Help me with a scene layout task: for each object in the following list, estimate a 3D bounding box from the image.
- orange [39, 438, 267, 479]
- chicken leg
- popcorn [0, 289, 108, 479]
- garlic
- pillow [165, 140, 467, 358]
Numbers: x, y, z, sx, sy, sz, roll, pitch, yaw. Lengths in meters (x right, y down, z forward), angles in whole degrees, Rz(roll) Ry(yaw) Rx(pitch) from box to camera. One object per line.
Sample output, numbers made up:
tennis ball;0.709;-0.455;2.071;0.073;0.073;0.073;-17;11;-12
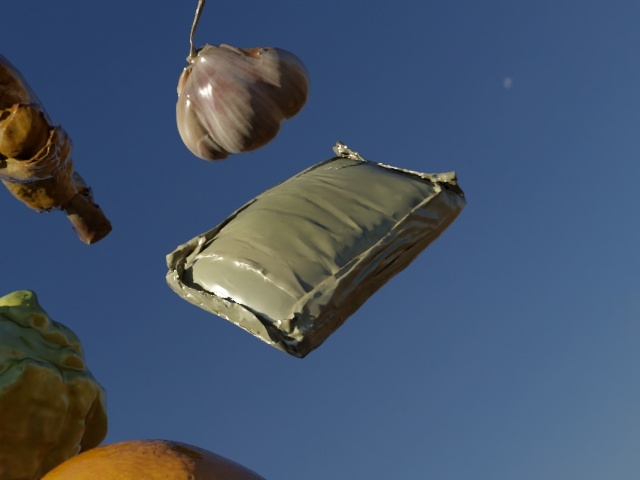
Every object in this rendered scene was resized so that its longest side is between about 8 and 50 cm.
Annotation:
orange;-0.115;0.270;0.763;0.261;0.261;0.261;-25;-32;-17
chicken leg;-0.457;-0.128;1.606;0.182;0.295;0.409;-49;-52;-21
popcorn;-0.332;0.153;1.007;0.255;0.256;0.195;-65;-6;-80
garlic;-0.131;-0.249;1.536;0.207;0.256;0.207;-15;-7;-2
pillow;0.000;0.000;0.667;0.208;0.119;0.053;-37;-36;-40
